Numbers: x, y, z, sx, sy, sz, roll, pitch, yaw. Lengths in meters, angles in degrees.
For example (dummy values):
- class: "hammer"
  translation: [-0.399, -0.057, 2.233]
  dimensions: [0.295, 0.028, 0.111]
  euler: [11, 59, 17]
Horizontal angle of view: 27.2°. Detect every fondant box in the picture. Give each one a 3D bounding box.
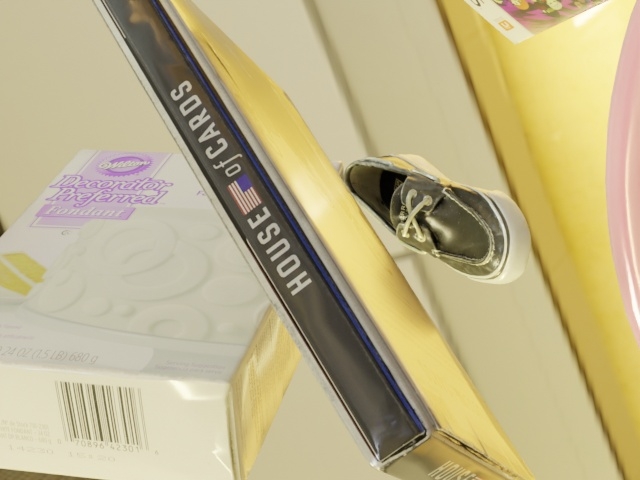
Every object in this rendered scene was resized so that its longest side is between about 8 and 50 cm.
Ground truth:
- class: "fondant box"
  translation: [-0.130, 0.043, 1.001]
  dimensions: [0.330, 0.238, 0.096]
  euler: [-63, -26, -59]

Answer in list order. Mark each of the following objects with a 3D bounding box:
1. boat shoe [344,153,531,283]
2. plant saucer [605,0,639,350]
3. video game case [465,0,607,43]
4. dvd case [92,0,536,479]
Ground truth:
- class: "boat shoe"
  translation: [0.093, -0.020, 1.131]
  dimensions: [0.070, 0.219, 0.077]
  euler: [2, -73, -31]
- class: "plant saucer"
  translation: [0.259, -0.026, 0.406]
  dimensions: [0.332, 0.332, 0.084]
  euler: [69, -158, -10]
- class: "video game case"
  translation: [0.172, -0.279, 1.159]
  dimensions: [0.210, 0.232, 0.042]
  euler: [37, -114, -19]
- class: "dvd case"
  translation: [0.000, 0.000, 0.541]
  dimensions: [0.238, 0.029, 0.179]
  euler: [59, -171, 25]
